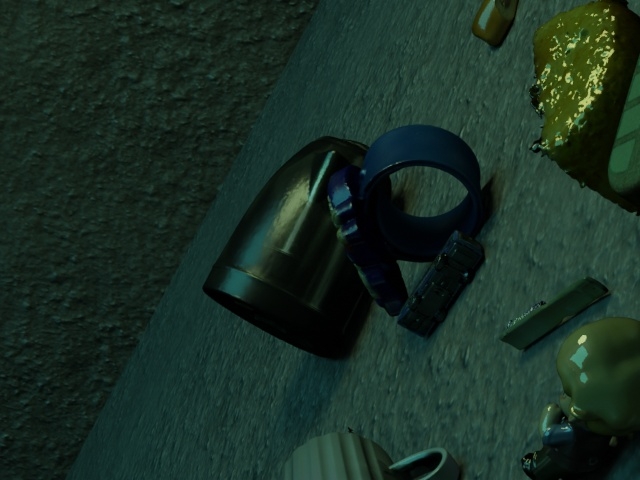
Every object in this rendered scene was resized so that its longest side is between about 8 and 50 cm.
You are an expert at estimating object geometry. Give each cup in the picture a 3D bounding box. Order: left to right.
[{"bbox_3d":[0.053,0.323,1.783,0.202,0.221,0.166,-102,6,-72],"label":"cup"}]

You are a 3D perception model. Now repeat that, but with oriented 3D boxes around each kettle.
[{"bbox_3d":[0.000,0.000,2.424,0.324,0.228,0.321,-62,-18,-10],"label":"kettle"}]

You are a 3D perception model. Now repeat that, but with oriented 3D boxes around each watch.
[{"bbox_3d":[0.123,-0.044,2.063,0.200,0.196,0.171,-24,39,17],"label":"watch"}]

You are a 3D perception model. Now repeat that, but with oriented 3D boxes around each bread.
[{"bbox_3d":[0.266,-0.345,2.314,0.103,0.049,0.062,-63,14,14],"label":"bread"},{"bbox_3d":[0.316,-0.158,1.582,0.147,0.160,0.260,-49,19,35],"label":"bread"}]

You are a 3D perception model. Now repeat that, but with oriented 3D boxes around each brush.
[{"bbox_3d":[0.253,0.074,1.664,0.030,0.033,0.178,-57,7,-35],"label":"brush"}]

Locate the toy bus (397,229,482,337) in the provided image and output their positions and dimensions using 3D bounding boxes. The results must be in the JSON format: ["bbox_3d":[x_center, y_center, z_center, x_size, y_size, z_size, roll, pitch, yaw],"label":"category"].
[{"bbox_3d":[0.156,0.055,2.014,0.153,0.051,0.061,-58,9,25],"label":"toy bus"}]

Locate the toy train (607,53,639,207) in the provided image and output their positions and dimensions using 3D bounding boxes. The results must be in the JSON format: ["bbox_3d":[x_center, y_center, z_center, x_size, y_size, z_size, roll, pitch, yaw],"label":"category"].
[{"bbox_3d":[0.364,-0.139,1.419,0.159,0.129,0.326,-34,32,60],"label":"toy train"}]

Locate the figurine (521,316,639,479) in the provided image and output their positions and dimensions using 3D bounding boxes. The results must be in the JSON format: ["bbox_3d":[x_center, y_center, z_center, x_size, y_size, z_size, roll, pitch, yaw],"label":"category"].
[{"bbox_3d":[0.251,0.151,1.411,0.196,0.114,0.108,115,147,-48],"label":"figurine"}]
